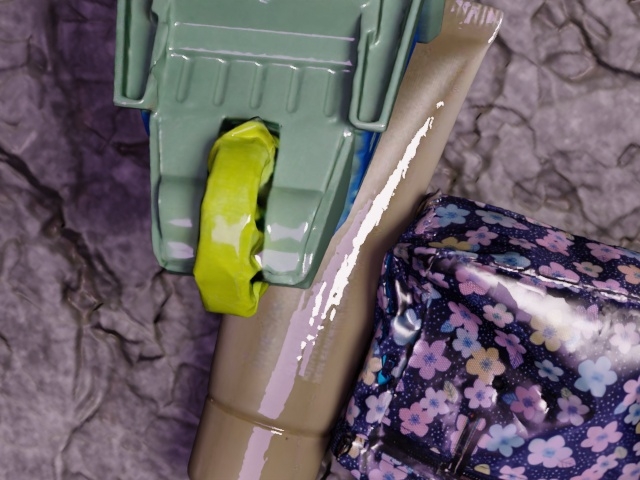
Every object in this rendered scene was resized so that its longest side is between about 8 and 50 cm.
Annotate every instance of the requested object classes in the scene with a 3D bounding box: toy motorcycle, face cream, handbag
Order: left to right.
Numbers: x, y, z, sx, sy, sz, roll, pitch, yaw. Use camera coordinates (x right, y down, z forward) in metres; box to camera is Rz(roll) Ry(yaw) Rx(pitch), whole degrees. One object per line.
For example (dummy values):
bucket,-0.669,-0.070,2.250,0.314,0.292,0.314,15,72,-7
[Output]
toy motorcycle,-0.023,-0.105,0.714,0.191,0.200,0.326,6,73,5
face cream,0.000,0.000,0.821,0.137,0.084,0.341,18,95,8
handbag,0.129,0.094,0.799,0.228,0.127,0.208,15,114,-7
